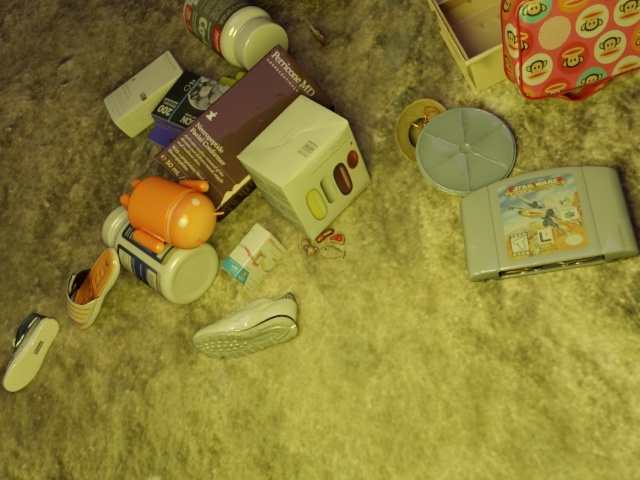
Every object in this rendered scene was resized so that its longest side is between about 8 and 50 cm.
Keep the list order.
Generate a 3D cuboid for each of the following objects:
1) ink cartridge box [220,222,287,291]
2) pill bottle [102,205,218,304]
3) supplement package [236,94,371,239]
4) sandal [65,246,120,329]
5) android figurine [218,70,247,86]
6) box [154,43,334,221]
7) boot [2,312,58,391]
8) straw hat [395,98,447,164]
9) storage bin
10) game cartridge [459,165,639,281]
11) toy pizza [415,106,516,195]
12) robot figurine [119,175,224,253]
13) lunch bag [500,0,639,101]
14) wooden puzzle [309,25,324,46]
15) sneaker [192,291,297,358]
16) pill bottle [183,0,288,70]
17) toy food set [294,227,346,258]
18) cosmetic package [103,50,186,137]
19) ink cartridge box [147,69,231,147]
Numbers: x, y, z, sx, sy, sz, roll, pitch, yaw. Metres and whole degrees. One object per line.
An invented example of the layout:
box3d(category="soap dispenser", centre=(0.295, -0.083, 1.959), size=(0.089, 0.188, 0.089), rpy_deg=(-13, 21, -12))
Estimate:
box3d(category="ink cartridge box", centre=(-0.142, 0.037, 1.409), size=(0.052, 0.088, 0.122), rpy_deg=(33, 81, 33))
box3d(category="pill bottle", centre=(-0.369, 0.023, 1.479), size=(0.264, 0.153, 0.153), rpy_deg=(29, 79, 32))
box3d(category="supplement package", centre=(-0.028, -0.150, 1.372), size=(0.194, 0.203, 0.149), rpy_deg=(-46, 55, -11))
box3d(category="sandal", centre=(-0.540, 0.104, 1.493), size=(0.265, 0.076, 0.102), rpy_deg=(-51, 53, 35))
box3d(category="android figurine", centre=(-0.222, -0.318, 1.644), size=(0.273, 0.056, 0.248), rpy_deg=(23, 76, 32))
box3d(category="box", centre=(-0.166, -0.237, 1.489), size=(0.381, 0.143, 0.191), rpy_deg=(-44, 88, -3))
box3d(category="boot", centre=(-0.709, 0.266, 1.566), size=(0.086, 0.069, 0.190), rpy_deg=(11, 62, 35))
box3d(category="straw hat", centre=(0.210, -0.228, 1.400), size=(0.144, 0.144, 0.061), rpy_deg=(-58, 19, -11))
box3d(category="storage bin", centre=(0.399, -0.492, 1.416), size=(0.262, 0.123, 0.260), rpy_deg=(-25, 58, 11))
box3d(category="game cartridge", centre=(0.415, -0.037, 1.223), size=(0.297, 0.062, 0.198), rpy_deg=(-11, 65, 19))
box3d(category="toy pizza", centre=(0.298, -0.182, 1.344), size=(0.201, 0.032, 0.201), rpy_deg=(-3, 71, 9))
box3d(category="robot figurine", centre=(-0.307, -0.059, 1.353), size=(0.219, 0.158, 0.128), rpy_deg=(22, 116, 23))
box3d(category="lunch bag", centre=(0.501, -0.391, 1.250), size=(0.293, 0.258, 0.120), rpy_deg=(-15, 38, 3))
box3d(category="wooden puzzle", centre=(-0.008, -0.513, 1.640), size=(0.006, 0.083, 0.049), rpy_deg=(-42, 88, 1))
box3d(category="sneaker", centre=(-0.156, 0.177, 1.359), size=(0.235, 0.090, 0.095), rpy_deg=(-15, 47, 12))
box3d(category="pill bottle", centre=(-0.221, -0.550, 1.698), size=(0.161, 0.161, 0.283), rpy_deg=(-46, 56, -3))
box3d(category="toy food set", centre=(0.000, 0.000, 1.406), size=(0.122, 0.019, 0.078), rpy_deg=(2, 66, 25))
box3d(category="cosmetic package", centre=(-0.464, -0.398, 1.776), size=(0.231, 0.085, 0.117), rpy_deg=(-37, 57, 4))
box3d(category="ink cartridge box", centre=(-0.328, -0.316, 1.636), size=(0.206, 0.045, 0.208), rpy_deg=(27, 79, 34))
